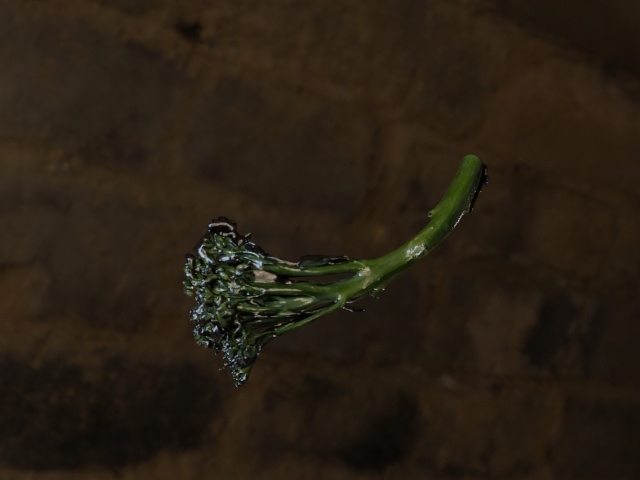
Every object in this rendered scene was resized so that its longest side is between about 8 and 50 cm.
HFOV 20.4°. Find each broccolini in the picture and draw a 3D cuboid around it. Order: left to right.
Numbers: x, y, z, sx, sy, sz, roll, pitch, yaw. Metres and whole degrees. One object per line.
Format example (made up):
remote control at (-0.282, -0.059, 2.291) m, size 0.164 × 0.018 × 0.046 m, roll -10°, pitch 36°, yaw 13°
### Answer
broccolini at (0.008, -0.003, 1.364) m, size 0.271 × 0.123 × 0.062 m, roll -32°, pitch -15°, yaw -18°
